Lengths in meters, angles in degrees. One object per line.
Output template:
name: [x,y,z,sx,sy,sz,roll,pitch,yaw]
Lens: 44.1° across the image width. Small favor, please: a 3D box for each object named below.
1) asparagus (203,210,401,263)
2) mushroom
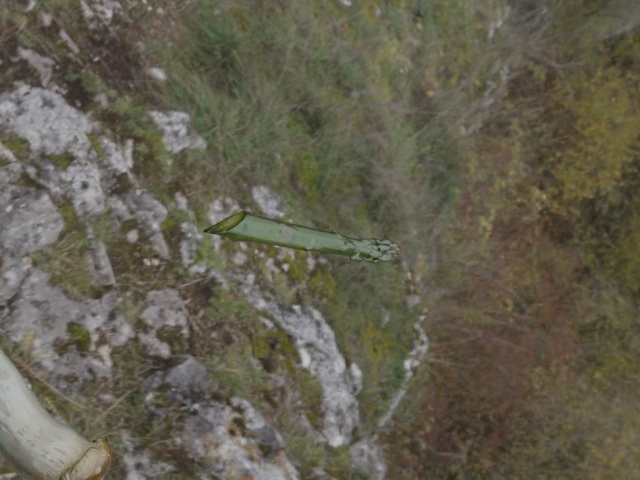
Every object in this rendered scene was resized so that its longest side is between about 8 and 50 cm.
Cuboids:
asparagus: [-0.001,0.000,0.721,0.236,0.034,0.027,10,106,-41]
mushroom: [-0.295,0.178,0.788,0.209,0.084,0.071,44,31,10]
